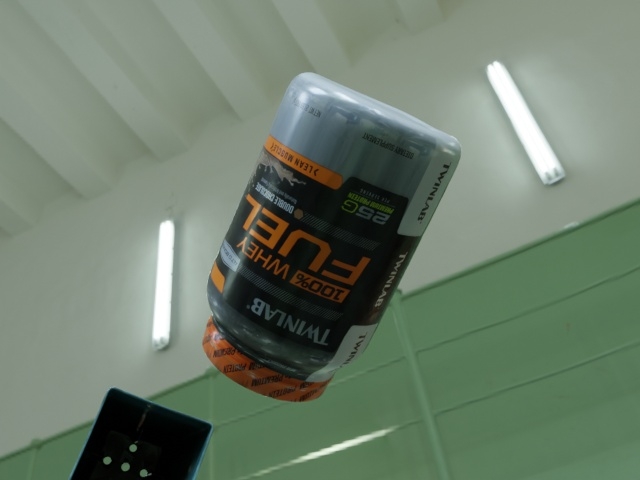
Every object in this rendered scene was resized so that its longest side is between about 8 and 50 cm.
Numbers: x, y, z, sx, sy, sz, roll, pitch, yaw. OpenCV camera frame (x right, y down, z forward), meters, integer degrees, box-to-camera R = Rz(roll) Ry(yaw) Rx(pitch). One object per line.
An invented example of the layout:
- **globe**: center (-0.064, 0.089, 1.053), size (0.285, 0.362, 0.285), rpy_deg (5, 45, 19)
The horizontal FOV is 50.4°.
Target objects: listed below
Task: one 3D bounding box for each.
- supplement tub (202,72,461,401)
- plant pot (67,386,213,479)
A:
- **supplement tub**: center (0.000, 0.000, 0.781), size (0.207, 0.207, 0.338), rpy_deg (17, -75, -24)
- **plant pot**: center (-0.294, 0.351, 1.064), size (0.166, 0.165, 0.234), rpy_deg (24, -27, -12)
